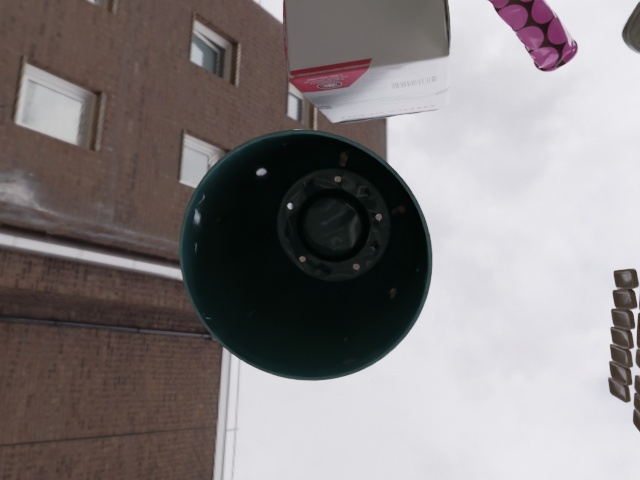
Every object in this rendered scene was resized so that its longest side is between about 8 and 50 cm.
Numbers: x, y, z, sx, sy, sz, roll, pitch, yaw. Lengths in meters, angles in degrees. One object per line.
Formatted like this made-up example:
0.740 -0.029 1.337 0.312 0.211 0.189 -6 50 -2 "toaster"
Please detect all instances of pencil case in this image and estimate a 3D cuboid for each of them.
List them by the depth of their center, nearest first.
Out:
0.381 -0.406 1.006 0.095 0.209 0.098 -42 -151 15 "pencil case"

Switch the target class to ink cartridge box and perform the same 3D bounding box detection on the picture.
0.063 -0.202 0.619 0.159 0.218 0.092 -5 -92 12 "ink cartridge box"

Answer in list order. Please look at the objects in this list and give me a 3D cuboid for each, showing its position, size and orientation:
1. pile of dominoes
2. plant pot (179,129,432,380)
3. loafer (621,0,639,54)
0.469 0.163 0.770 0.040 0.196 0.251 -7 -70 3 "pile of dominoes"
0.000 0.000 0.734 0.293 0.235 0.292 2 -78 11 "plant pot"
0.587 -0.408 0.832 0.319 0.111 0.112 -43 -84 12 "loafer"
